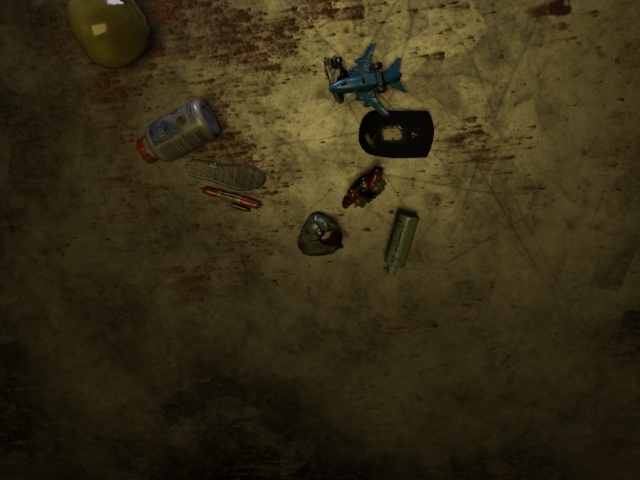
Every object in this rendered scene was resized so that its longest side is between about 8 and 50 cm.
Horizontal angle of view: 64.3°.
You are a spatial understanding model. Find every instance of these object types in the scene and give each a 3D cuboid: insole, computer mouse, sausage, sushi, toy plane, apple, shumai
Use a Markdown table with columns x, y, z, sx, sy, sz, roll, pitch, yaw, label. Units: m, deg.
| x | y | z | sx | sy | sz | roll | pitch | yaw | label |
| --- | --- | --- | --- | --- | --- | --- | --- | --- | --- |
| -0.365 | -0.258 | 1.977 | 0.310 | 0.012 | 0.110 | 13 | 111 | 0 | insole |
| 0.272 | -0.382 | 1.833 | 0.270 | 0.100 | 0.170 | 1 | 112 | 5 | computer mouse |
| -0.350 | -0.168 | 1.996 | 0.253 | 0.034 | 0.034 | 15 | 110 | 0 | sausage |
| 0.170 | -0.192 | 1.912 | 0.226 | 0.097 | 0.103 | -38 | 97 | 31 | sushi |
| 0.162 | -0.545 | 1.751 | 0.272 | 0.105 | 0.254 | -13 | 94 | -14 | toy plane |
| -0.716 | -0.721 | 1.722 | 0.263 | 0.262 | 0.262 | 2 | 109 | 4 | apple |
| -0.004 | 0.005 | 1.971 | 0.184 | 0.142 | 0.184 | 1 | 106 | 3 | shumai |

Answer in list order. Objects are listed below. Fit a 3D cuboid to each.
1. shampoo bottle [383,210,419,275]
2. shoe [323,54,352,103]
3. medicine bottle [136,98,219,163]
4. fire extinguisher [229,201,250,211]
| x | y | z | sx | sy | sz | roll | pitch | yaw | label |
| --- | --- | --- | --- | --- | --- | --- | --- | --- | --- |
| 0.308 | 0.018 | 1.978 | 0.085 | 0.085 | 0.262 | 13 | 110 | 0 | shampoo bottle |
| 0.073 | -0.574 | 1.801 | 0.100 | 0.071 | 0.169 | -17 | 106 | 4 | shoe |
| -0.529 | -0.387 | 1.868 | 0.289 | 0.157 | 0.157 | -24 | 106 | 12 | medicine bottle |
| -0.315 | -0.130 | 2.014 | 0.083 | 0.022 | 0.028 | 18 | 148 | -2 | fire extinguisher |
